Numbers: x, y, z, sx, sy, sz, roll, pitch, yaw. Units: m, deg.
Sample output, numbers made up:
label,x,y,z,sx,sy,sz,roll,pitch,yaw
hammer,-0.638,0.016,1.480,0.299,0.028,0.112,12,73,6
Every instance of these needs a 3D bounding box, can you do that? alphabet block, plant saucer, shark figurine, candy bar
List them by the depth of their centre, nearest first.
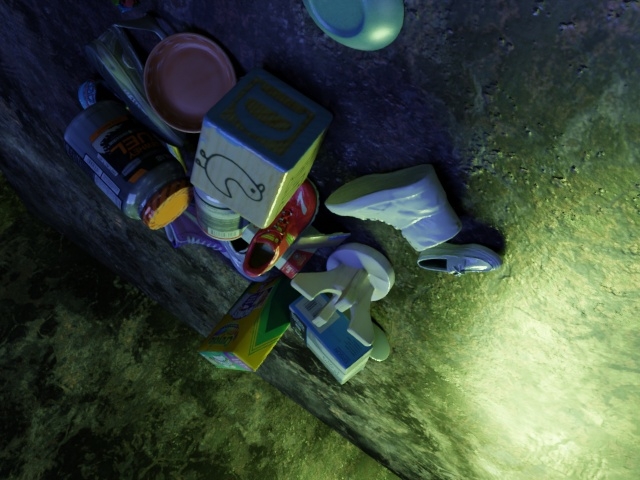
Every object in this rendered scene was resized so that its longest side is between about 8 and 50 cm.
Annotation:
label,x,y,z,sx,sy,sz,roll,pitch,yaw
plant saucer,0.033,-0.361,0.908,0.195,0.037,0.195,32,154,17
alphabet block,-0.117,-0.179,1.181,0.192,0.193,0.197,34,144,4
plant saucer,-0.265,-0.325,1.249,0.200,0.200,0.037,41,-161,-5
shark figurine,-0.322,-0.354,1.312,0.166,0.116,0.278,24,153,26
candy bar,-0.413,-0.249,1.716,0.040,0.018,0.162,27,152,24

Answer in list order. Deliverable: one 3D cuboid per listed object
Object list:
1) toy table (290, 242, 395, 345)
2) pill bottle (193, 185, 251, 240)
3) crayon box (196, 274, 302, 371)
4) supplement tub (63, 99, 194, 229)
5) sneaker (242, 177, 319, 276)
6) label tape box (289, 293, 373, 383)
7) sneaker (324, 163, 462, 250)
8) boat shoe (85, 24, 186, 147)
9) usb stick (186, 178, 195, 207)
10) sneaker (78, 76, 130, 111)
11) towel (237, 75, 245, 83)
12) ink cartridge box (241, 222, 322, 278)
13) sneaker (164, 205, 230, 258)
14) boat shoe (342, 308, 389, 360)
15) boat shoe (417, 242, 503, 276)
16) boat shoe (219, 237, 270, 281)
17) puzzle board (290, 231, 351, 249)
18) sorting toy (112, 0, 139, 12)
label,x,y,z,sx,sy,sz,roll,pitch,yaw
toy table,0.066,0.131,1.537,0.252,0.161,0.274,34,154,9
pill bottle,-0.236,-0.128,1.511,0.161,0.161,0.283,35,154,8
crayon box,-0.223,0.267,1.969,0.106,0.313,0.363,45,154,-14
supplement tub,-0.483,-0.189,1.544,0.316,0.193,0.193,44,156,7
sneaker,-0.094,-0.022,1.417,0.107,0.118,0.279,31,111,1
label tape box,0.024,0.297,1.789,0.241,0.106,0.334,46,163,17
sneaker,0.142,-0.046,1.202,0.292,0.108,0.169,-3,130,53
boat shoe,-0.422,-0.360,1.458,0.118,0.103,0.320,18,151,54
usb stick,-0.389,-0.143,1.798,0.278,0.077,0.045,17,-179,39
sneaker,-0.560,-0.333,1.675,0.125,0.104,0.262,-4,132,53
towel,-0.136,-0.266,1.309,0.144,0.029,0.197,5,136,50
ink cartridge box,-0.097,-0.009,1.558,0.175,0.127,0.072,40,154,-2
sneaker,-0.385,-0.008,1.914,0.282,0.161,0.102,48,152,-22
boat shoe,0.119,0.261,1.793,0.227,0.079,0.081,50,167,-14
boat shoe,0.275,0.042,1.219,0.184,0.063,0.066,14,145,42
boat shoe,-0.237,0.030,1.851,0.258,0.095,0.084,49,157,-23
puzzle board,0.000,0.000,1.483,0.096,0.128,0.011,135,127,-64
sorting toy,-0.402,-0.509,1.253,0.102,0.042,0.061,33,141,41
